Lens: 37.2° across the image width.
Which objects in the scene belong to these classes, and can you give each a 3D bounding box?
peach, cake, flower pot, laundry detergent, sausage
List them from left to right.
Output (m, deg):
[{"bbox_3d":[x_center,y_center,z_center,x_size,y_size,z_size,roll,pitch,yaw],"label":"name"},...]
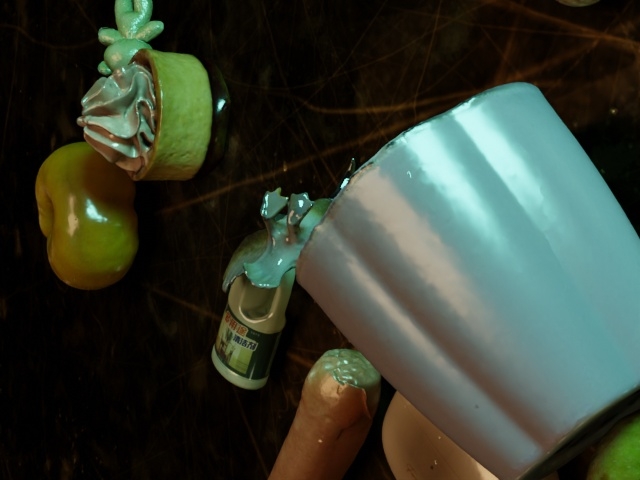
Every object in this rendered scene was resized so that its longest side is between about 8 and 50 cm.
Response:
[{"bbox_3d":[-0.384,-0.038,1.561,0.251,0.153,0.251,176,90,-70],"label":"peach"},{"bbox_3d":[-0.250,-0.180,1.347,0.208,0.178,0.185,-20,74,49],"label":"cake"},{"bbox_3d":[-0.075,0.071,1.199,0.099,0.070,0.225,51,128,51],"label":"laundry detergent"},{"bbox_3d":[-0.032,0.302,1.122,0.094,0.094,0.419,37,120,22],"label":"sausage"},{"bbox_3d":[0.148,0.050,0.754,0.243,0.265,0.265,56,133,26],"label":"flower pot"}]

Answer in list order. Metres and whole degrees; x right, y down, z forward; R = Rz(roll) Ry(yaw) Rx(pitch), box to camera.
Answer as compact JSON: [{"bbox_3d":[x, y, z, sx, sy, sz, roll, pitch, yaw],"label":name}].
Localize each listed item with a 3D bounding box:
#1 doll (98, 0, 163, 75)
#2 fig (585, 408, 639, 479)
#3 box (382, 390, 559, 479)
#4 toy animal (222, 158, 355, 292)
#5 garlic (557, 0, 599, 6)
[{"bbox_3d":[-0.294,-0.324,1.504,0.115,0.077,0.150,-1,76,17],"label":"doll"},{"bbox_3d":[0.251,0.211,0.743,0.245,0.149,0.149,127,133,-65],"label":"fig"},{"bbox_3d":[0.137,0.207,0.893,0.200,0.088,0.146,51,131,39],"label":"box"},{"bbox_3d":[-0.003,-0.009,1.037,0.273,0.160,0.197,19,85,27],"label":"toy animal"},{"bbox_3d":[0.203,-0.276,0.786,0.147,0.102,0.159,-19,75,51],"label":"garlic"}]
